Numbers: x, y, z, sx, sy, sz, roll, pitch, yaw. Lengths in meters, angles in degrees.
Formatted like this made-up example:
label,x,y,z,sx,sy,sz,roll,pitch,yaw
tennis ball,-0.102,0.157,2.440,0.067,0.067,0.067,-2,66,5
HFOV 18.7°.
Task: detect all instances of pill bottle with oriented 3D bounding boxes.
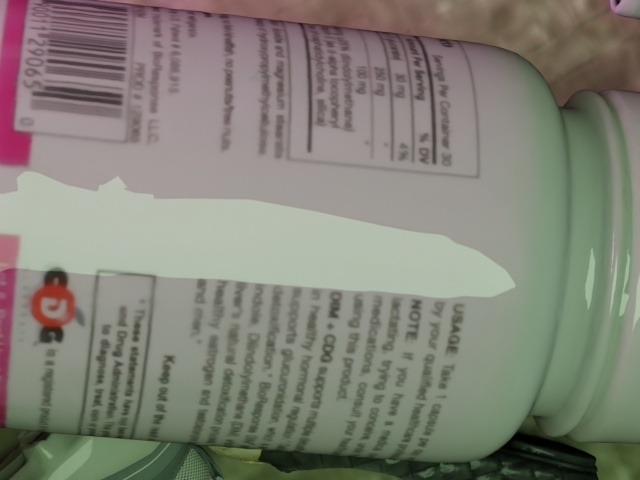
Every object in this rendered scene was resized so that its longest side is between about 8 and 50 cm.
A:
label,x,y,z,sx,sy,sz,roll,pitch,yaw
pill bottle,0.000,0.000,0.730,0.283,0.160,0.160,6,99,-8

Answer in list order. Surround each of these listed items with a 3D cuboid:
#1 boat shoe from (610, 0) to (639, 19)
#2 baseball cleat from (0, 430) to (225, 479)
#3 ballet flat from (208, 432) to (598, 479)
label,x,y,z,sx,sy,sz,roll,pitch,yaw
boat shoe,0.144,-0.176,0.770,0.063,0.066,0.184,0,110,-8
baseball cleat,-0.128,0.149,0.788,0.206,0.072,0.109,-41,105,4
ballet flat,0.034,0.097,0.802,0.173,0.057,0.049,12,93,-9
